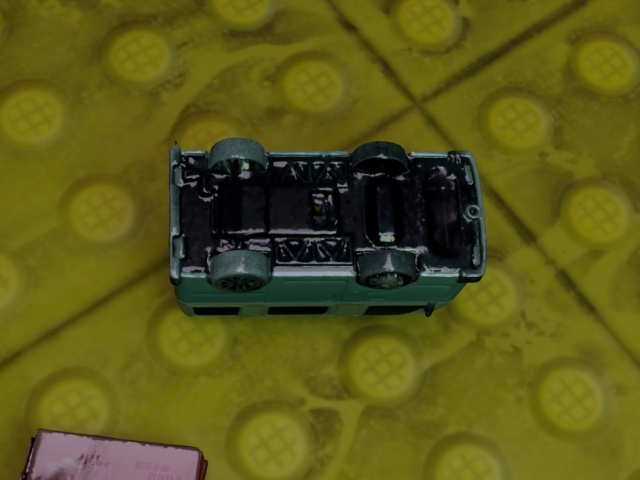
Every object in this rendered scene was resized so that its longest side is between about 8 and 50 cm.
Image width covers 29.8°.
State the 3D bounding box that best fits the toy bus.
[{"bbox_3d":[0.000,0.000,1.086,0.271,0.165,0.133,0,67,-7],"label":"toy bus"}]

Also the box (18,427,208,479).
[{"bbox_3d":[-0.180,0.225,1.025,0.156,0.060,0.111,10,66,-5],"label":"box"}]
